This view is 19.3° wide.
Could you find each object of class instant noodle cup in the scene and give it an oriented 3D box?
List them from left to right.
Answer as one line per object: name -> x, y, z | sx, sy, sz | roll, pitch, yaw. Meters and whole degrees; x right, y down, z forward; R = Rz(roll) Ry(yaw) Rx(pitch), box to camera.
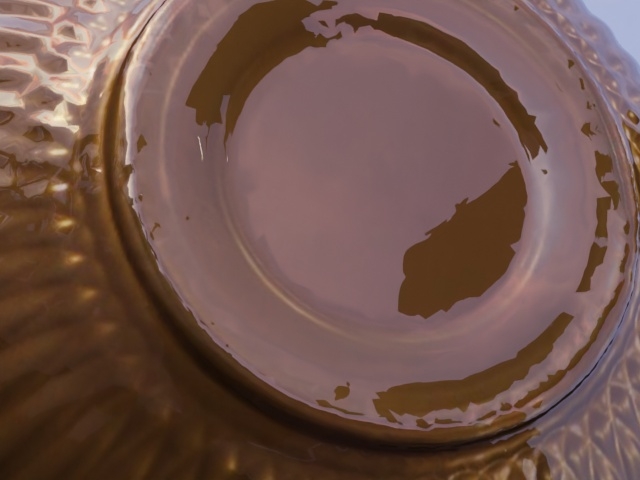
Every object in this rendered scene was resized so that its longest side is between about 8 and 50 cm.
instant noodle cup -> 0.000, 0.000, 0.450 | 0.274, 0.274, 0.091 | 47, -29, 5
